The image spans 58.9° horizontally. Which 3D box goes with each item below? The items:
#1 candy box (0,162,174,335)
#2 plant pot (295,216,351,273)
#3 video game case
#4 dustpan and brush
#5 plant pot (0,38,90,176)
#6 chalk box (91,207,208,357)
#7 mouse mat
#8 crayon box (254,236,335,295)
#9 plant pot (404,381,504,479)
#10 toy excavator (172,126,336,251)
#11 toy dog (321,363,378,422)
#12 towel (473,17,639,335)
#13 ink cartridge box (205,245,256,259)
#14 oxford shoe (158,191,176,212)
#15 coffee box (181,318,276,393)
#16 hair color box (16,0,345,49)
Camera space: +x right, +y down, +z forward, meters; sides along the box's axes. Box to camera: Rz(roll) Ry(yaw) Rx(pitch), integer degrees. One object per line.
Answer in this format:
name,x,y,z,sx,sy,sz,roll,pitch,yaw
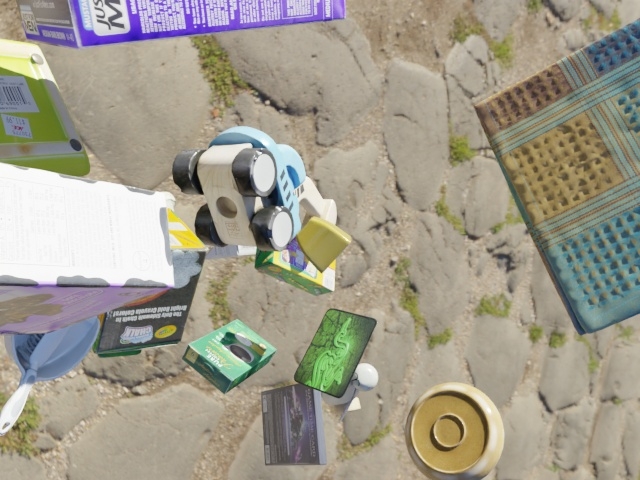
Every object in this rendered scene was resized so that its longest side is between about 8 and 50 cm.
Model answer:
candy box,-0.219,0.013,0.337,0.196,0.165,0.070,7,68,-53
plant pot,0.000,0.000,1.060,0.083,0.081,0.081,42,98,-2
video game case,-0.076,0.472,1.451,0.026,0.274,0.196,7,68,-33
dustpan and brush,-0.392,0.161,0.783,0.147,0.060,0.211,55,49,-44
plant pot,-0.450,-0.135,0.720,0.228,0.207,0.227,-21,87,-60
chalk box,-0.369,0.097,1.107,0.180,0.179,0.288,2,117,-42
mouse mat,0.031,0.241,1.243,0.007,0.153,0.189,44,64,-40
crayon box,-0.070,0.047,1.732,0.278,0.081,0.165,29,54,-42
plant pot,0.303,0.445,1.318,0.032,0.236,0.236,42,68,-50
toy excavator,-0.106,-0.117,1.452,0.445,0.222,0.432,-50,135,-46
toy dog,0.043,0.406,1.598,0.161,0.220,0.333,-13,142,-16
towel,0.401,-0.092,0.766,0.040,0.271,0.370,24,44,-63
ink cartridge box,-0.299,0.031,1.899,0.189,0.232,0.066,-4,92,-56
oxford shoe,-0.430,-0.036,1.376,0.169,0.449,0.130,-29,99,-3
coffee box,-0.175,0.223,1.115,0.040,0.113,0.184,-59,167,18
hair color box,-0.155,-0.298,0.661,0.339,0.185,0.110,-20,120,-35
